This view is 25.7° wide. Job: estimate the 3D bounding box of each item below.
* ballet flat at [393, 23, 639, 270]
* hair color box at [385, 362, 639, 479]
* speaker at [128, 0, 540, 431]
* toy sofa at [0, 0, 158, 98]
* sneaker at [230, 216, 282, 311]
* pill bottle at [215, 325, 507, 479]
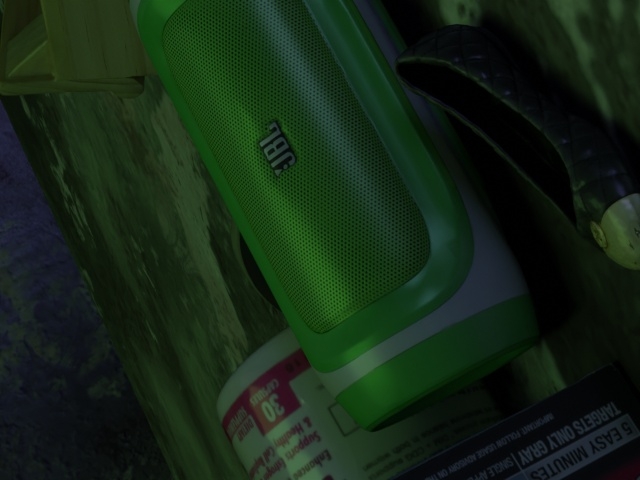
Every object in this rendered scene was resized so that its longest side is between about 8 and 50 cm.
[{"bbox_3d":[0.096,-0.041,0.650,0.173,0.049,0.057,51,159,39],"label":"ballet flat"},{"bbox_3d":[0.153,0.270,0.675,0.374,0.185,0.113,60,162,17],"label":"hair color box"},{"bbox_3d":[0.003,-0.050,0.777,0.296,0.131,0.131,62,163,11],"label":"speaker"},{"bbox_3d":[-0.173,-0.276,1.024,0.362,0.177,0.150,90,175,-55],"label":"toy sofa"},{"bbox_3d":[0.000,0.000,0.940,0.118,0.083,0.222,52,158,36],"label":"sneaker"},{"bbox_3d":[0.067,0.181,0.857,0.283,0.160,0.160,59,162,19],"label":"pill bottle"}]
